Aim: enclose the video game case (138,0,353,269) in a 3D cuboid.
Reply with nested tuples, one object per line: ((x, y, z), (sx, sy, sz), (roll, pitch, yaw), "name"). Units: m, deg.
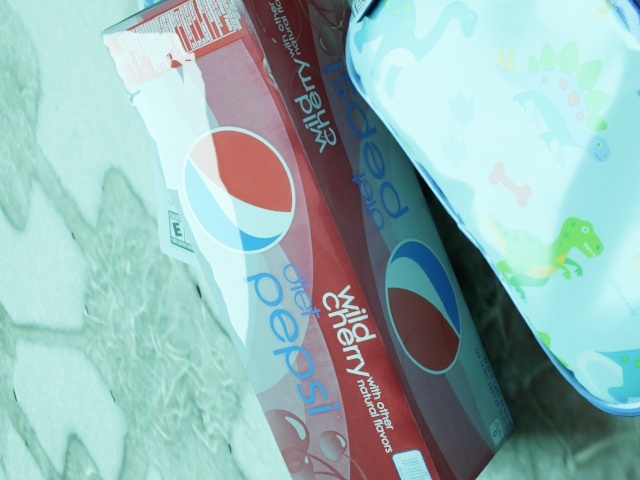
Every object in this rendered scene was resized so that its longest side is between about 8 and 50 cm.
((-0.035, -0.055, 0.681), (0.201, 0.023, 0.183), (21, 120, 45), "video game case")

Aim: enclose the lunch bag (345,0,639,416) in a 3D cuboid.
((0.117, -0.060, 0.445), (0.219, 0.090, 0.176), (59, 138, 13), "lunch bag")

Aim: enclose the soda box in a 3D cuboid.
((0.000, 0.000, 0.570), (0.083, 0.092, 0.263), (-17, 100, 34), "soda box")
